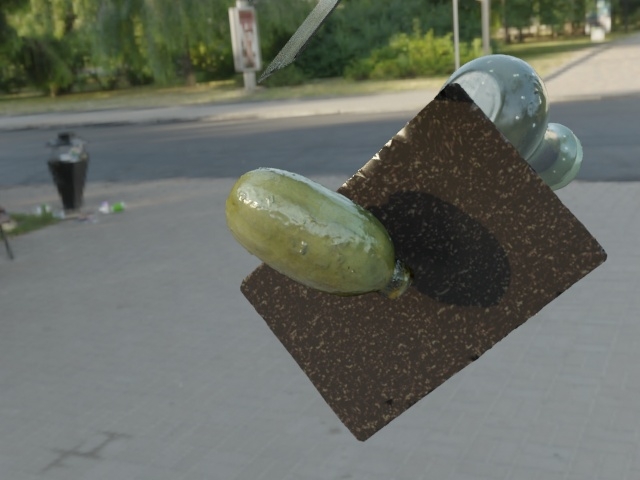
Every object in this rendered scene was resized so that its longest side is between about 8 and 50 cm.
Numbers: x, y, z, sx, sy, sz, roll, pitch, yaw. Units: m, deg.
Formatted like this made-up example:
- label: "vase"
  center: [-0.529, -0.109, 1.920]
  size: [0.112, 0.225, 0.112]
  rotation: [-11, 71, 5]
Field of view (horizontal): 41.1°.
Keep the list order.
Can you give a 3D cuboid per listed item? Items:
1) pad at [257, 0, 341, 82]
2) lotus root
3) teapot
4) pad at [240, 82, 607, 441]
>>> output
- label: "pad"
  center: [0.067, -0.300, 0.799]
  size: [0.007, 0.367, 0.247]
  rotation: [38, -1, -12]
- label: "lotus root"
  center: [0.000, 0.001, 0.764]
  size: [0.183, 0.090, 0.077]
  rotation: [30, 51, 0]
- label: "teapot"
  center: [0.284, -0.156, 1.264]
  size: [0.184, 0.183, 0.251]
  rotation: [9, -8, 43]
- label: "pad"
  center: [0.084, 0.032, 0.849]
  size: [0.330, 0.220, 0.004]
  rotation: [-42, -9, 25]
